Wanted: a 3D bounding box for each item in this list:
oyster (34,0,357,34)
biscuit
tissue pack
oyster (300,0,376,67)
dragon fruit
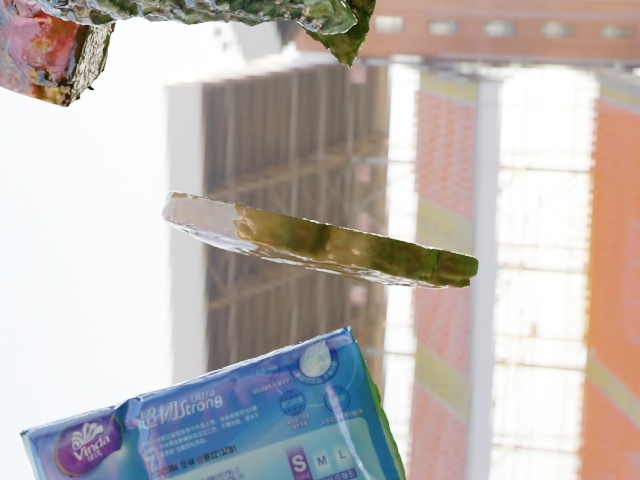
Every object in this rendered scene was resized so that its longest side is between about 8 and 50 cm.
[{"bbox_3d":[-0.124,-0.211,1.232,0.252,0.199,0.087,-3,-81,-33],"label":"oyster"},{"bbox_3d":[-0.001,0.004,1.553,0.376,0.269,0.051,11,-87,-51],"label":"biscuit"},{"bbox_3d":[-0.066,0.201,1.194,0.146,0.263,0.198,77,174,-79],"label":"tissue pack"},{"bbox_3d":[0.022,-0.328,1.813,0.161,0.107,0.233,36,-130,-55],"label":"oyster"},{"bbox_3d":[-0.285,-0.221,1.615,0.262,0.189,0.163,-98,-5,-74],"label":"dragon fruit"}]
